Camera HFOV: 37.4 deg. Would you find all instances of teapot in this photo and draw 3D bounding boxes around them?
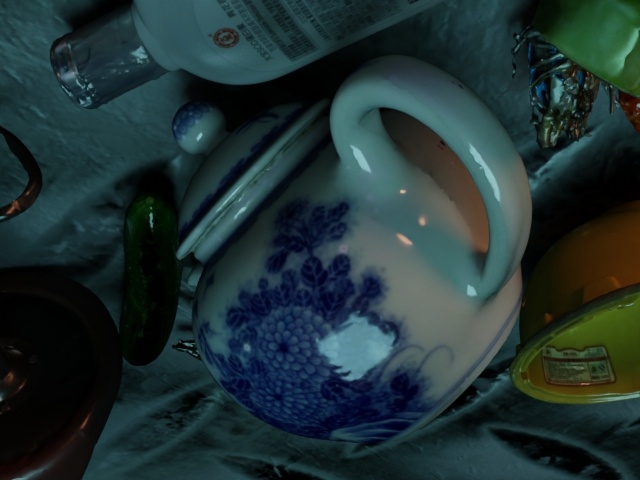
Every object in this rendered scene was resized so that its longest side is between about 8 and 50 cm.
[{"bbox_3d":[0.000,0.000,0.693,0.280,0.252,0.424,44,150,-4],"label":"teapot"}]

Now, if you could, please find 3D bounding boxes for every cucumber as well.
[{"bbox_3d":[-0.154,0.044,0.855,0.056,0.056,0.284,3,145,-11],"label":"cucumber"}]

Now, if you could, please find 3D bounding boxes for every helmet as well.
[{"bbox_3d":[0.269,0.041,0.836,0.205,0.140,0.257,7,145,-18],"label":"helmet"}]

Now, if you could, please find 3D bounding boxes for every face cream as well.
[{"bbox_3d":[-0.039,-0.162,0.598,0.291,0.071,0.144,-23,140,19],"label":"face cream"}]

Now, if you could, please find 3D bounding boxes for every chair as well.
[{"bbox_3d":[-0.286,0.047,0.705,0.226,0.227,0.401,-6,141,0],"label":"chair"}]

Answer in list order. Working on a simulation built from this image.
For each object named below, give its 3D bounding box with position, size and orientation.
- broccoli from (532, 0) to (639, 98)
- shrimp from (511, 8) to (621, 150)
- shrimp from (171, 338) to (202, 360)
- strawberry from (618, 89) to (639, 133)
[{"bbox_3d":[0.187,-0.199,0.433,0.269,0.254,0.269,-21,132,-24],"label":"broccoli"},{"bbox_3d":[0.180,-0.143,0.659,0.082,0.076,0.174,-12,133,-13],"label":"shrimp"},{"bbox_3d":[-0.038,0.156,1.013,0.261,0.051,0.198,4,141,-17],"label":"shrimp"},{"bbox_3d":[0.312,-0.125,0.686,0.188,0.082,0.121,-13,138,13],"label":"strawberry"}]
